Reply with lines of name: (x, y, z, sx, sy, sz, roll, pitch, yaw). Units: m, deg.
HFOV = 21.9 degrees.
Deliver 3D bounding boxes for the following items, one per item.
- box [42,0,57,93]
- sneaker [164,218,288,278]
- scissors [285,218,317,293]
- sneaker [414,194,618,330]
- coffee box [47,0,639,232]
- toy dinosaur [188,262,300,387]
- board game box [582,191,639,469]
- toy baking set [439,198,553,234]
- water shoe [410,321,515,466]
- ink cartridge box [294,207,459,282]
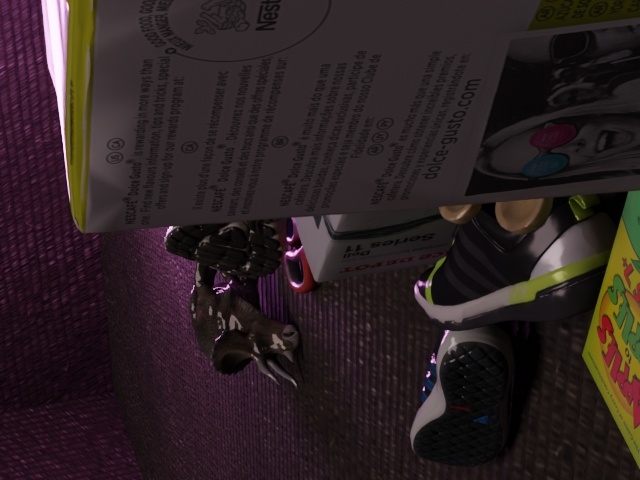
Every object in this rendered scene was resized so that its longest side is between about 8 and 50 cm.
box: (-0.058, -0.220, 1.239, 0.177, 0.290, 0.279, -115, 21, -49)
sneaker: (-0.073, -0.073, 1.758, 0.330, 0.130, 0.147, 126, 160, -55)
scissors: (0.000, 0.000, 1.722, 0.297, 0.021, 0.109, 170, 92, -75)
sneaker: (0.127, -0.002, 1.077, 0.235, 0.084, 0.097, -13, 98, 65)
coffee box: (0.044, -0.235, 0.682, 0.338, 0.334, 0.337, 109, 154, -63)
toy dinosaur: (-0.119, 0.092, 2.044, 0.313, 0.121, 0.160, 175, 99, -72)
board game box: (0.196, 0.037, 0.914, 0.181, 0.043, 0.092, 96, 159, -46)
toy baking set: (0.118, -0.118, 0.941, 0.197, 0.030, 0.256, -40, 45, 28)
water shoe: (0.117, 0.104, 1.265, 0.203, 0.073, 0.080, 101, -179, -56)
ink cartridge box: (0.070, -0.057, 1.127, 0.208, 0.153, 0.087, 109, 148, -65)
